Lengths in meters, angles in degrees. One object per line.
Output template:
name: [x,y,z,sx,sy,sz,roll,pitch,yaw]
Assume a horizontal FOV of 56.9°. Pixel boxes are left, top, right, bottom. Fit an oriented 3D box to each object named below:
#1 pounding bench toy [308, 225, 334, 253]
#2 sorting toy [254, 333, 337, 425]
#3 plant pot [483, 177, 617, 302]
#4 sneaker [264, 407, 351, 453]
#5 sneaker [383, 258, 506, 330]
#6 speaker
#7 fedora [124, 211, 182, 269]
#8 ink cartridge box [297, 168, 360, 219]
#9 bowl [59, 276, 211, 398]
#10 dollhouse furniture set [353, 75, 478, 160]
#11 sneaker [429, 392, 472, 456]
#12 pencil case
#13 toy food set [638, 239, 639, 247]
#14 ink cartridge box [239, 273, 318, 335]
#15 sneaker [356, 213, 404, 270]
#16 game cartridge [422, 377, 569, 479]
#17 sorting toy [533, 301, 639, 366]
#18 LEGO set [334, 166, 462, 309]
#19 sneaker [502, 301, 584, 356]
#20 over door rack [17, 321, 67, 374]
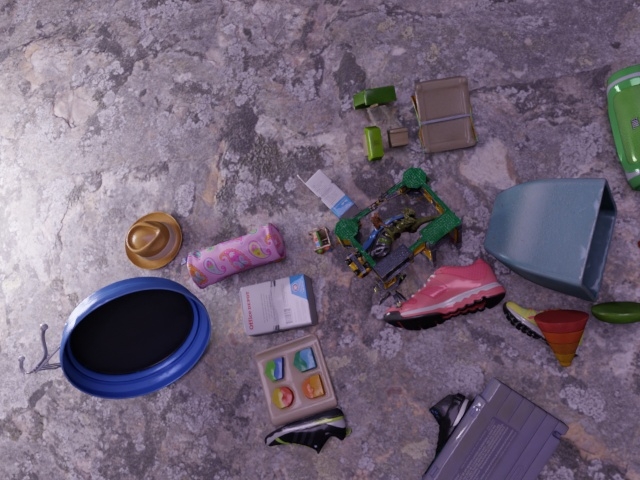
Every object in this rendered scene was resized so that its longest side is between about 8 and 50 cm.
pounding bench toy: [0.000,0.000,1.648,0.052,0.083,0.065,-20,74,10]
sorting toy: [-0.072,0.380,1.617,0.193,0.038,0.208,-21,75,10]
plant pot: [0.547,-0.011,1.434,0.252,0.248,0.247,11,82,34]
sneaker: [-0.035,0.520,1.556,0.235,0.084,0.097,-22,76,10]
sneaker: [0.312,0.139,1.543,0.314,0.116,0.136,-17,61,7]
speaker: [0.803,-0.280,1.471,0.131,0.131,0.296,-10,77,13]
fedora: [-0.520,-0.005,1.787,0.195,0.079,0.194,-3,79,13]
ink cartridge box: [0.024,-0.132,1.656,0.060,0.104,0.180,-45,73,3]
bowl: [-0.492,0.260,1.583,0.391,0.391,0.077,-43,46,4]
dollhouse furniture set: [0.263,-0.338,1.657,0.302,0.151,0.197,-10,98,-5]
sneaker: [0.310,0.484,1.485,0.121,0.079,0.216,33,88,28]
pencil case: [-0.243,0.042,1.686,0.284,0.124,0.124,-19,75,12]
toy food set: [0.891,0.054,1.416,0.232,0.104,0.111,20,71,0]
ink cartridge box: [-0.115,0.183,1.643,0.191,0.082,0.139,-13,76,13]
sneaker: [0.170,0.005,1.621,0.078,0.067,0.188,39,89,-3]
game cartridge: [0.401,0.527,1.406,0.230,0.068,0.355,34,89,-5]
sorting toy: [0.689,0.218,1.393,0.366,0.127,0.126,-7,95,-7]
LEGO set: [0.209,-0.006,1.530,0.331,0.192,0.255,-44,65,-8]
sneaker: [0.558,0.201,1.473,0.209,0.081,0.094,30,81,11]
over door rack: [-0.669,0.256,1.695,0.324,0.239,0.108,-35,78,6]
